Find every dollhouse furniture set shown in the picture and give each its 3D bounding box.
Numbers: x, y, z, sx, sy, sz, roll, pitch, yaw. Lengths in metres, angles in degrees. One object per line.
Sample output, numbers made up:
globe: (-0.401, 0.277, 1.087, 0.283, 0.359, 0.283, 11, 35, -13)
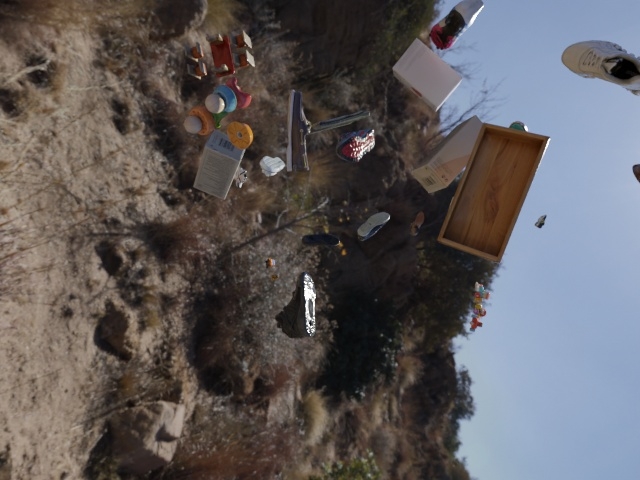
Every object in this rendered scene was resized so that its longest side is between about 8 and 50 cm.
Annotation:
dollhouse furniture set: (-0.400, -0.711, 1.682, 0.135, 0.261, 0.260, -32, 114, -77)

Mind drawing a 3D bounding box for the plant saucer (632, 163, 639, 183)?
plant saucer: (1.050, -0.180, 1.256, 0.168, 0.029, 0.169, 44, 20, -20)

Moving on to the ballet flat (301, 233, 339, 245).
ballet flat: (0.000, 0.000, 1.801, 0.049, 0.172, 0.058, 107, -15, -66)

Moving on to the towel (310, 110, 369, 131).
towel: (0.077, -0.673, 2.280, 0.312, 0.323, 0.056, -165, -121, -69)

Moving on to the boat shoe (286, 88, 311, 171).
boat shoe: (-0.089, -0.442, 1.643, 0.117, 0.096, 0.325, -104, -164, -68)

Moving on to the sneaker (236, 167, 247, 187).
sneaker: (-0.411, -0.321, 2.101, 0.040, 0.043, 0.109, -61, 171, -55)

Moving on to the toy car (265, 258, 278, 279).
toy car: (-0.216, 0.134, 1.808, 0.060, 0.040, 0.122, 118, -38, -48)

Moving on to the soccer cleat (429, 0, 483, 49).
soccer cleat: (0.563, -0.893, 1.665, 0.116, 0.143, 0.331, 51, 4, -11)

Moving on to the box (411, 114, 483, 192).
box: (0.531, -0.347, 1.630, 0.121, 0.311, 0.148, 47, -12, -7)

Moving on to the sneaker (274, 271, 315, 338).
sneaker: (-0.083, 0.208, 1.291, 0.087, 0.130, 0.228, 44, 37, -46)

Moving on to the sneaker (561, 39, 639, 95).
sneaker: (0.821, -0.510, 1.158, 0.292, 0.118, 0.110, 50, -46, 42)

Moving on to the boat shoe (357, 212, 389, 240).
boat shoe: (0.304, -0.083, 2.321, 0.084, 0.233, 0.079, 40, -24, 32)

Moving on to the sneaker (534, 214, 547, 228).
sneaker: (1.083, -0.091, 1.971, 0.035, 0.083, 0.031, 45, -11, 2)

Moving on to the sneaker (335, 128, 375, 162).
sneaker: (0.118, -0.379, 1.623, 0.261, 0.125, 0.104, -36, 125, -49)

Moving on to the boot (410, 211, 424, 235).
boot: (0.470, -0.083, 1.985, 0.087, 0.041, 0.119, -164, -90, -83)

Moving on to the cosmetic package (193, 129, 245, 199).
cosmetic package: (-0.454, -0.332, 1.805, 0.309, 0.160, 0.113, -45, -153, 53)

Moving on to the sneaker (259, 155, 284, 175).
sneaker: (-0.256, -0.366, 2.049, 0.094, 0.091, 0.258, 48, 17, 2)

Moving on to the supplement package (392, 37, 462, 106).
supplement package: (0.521, -0.806, 1.981, 0.293, 0.175, 0.177, 42, 16, 3)

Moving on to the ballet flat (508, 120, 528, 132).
ballet flat: (0.928, -0.477, 1.871, 0.091, 0.077, 0.241, 11, -28, 39)

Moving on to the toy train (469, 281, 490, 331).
toy train: (0.551, 0.231, 1.388, 0.125, 0.046, 0.167, 15, 84, -63)

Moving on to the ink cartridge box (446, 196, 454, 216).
ink cartridge box: (0.819, -0.140, 2.155, 0.306, 0.225, 0.131, -8, 115, -62)

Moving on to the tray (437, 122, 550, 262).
tray: (0.551, -0.153, 1.297, 0.076, 0.202, 0.412, 19, 93, -66)

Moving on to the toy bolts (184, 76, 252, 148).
toy bolts: (-0.334, -0.410, 1.364, 0.218, 0.228, 0.158, 44, 45, -2)
